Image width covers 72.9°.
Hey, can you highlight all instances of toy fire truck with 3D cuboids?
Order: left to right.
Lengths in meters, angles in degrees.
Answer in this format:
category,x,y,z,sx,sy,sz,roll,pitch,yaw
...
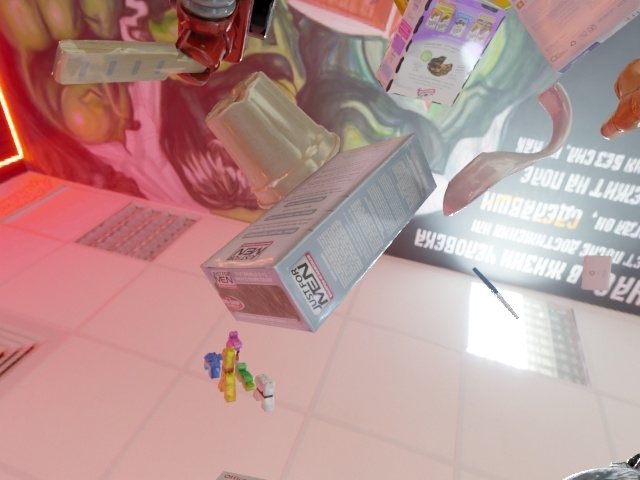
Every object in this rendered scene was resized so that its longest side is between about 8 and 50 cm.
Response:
category,x,y,z,sx,sy,sz,roll,pitch,yaw
toy fire truck,-0.127,-0.246,0.410,0.158,0.217,0.246,16,-122,-11

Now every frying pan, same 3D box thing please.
category,x,y,z,sx,sy,sz,roll,pitch,yaw
frying pan,0.517,0.407,0.728,0.326,0.197,0.053,-14,-107,-21

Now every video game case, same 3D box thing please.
category,x,y,z,sx,sy,sz,roll,pitch,yaw
video game case,0.520,0.157,1.285,0.015,0.166,0.119,-42,-146,10

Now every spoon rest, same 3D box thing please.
category,x,y,z,sx,sy,sz,roll,pitch,yaw
spoon rest,0.303,-0.130,0.692,0.276,0.137,0.084,-44,-93,-7

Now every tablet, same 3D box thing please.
category,x,y,z,sx,sy,sz,roll,pitch,yaw
tablet,0.624,0.073,0.981,0.054,0.083,0.006,1,-164,21

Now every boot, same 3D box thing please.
category,x,y,z,sx,sy,sz,roll,pitch,yaw
boot,0.911,-0.435,1.206,0.109,0.220,0.283,34,-96,7

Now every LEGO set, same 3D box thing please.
category,x,y,z,sx,sy,sz,roll,pitch,yaw
LEGO set,-0.175,0.248,0.880,0.087,0.093,0.227,0,-165,-34

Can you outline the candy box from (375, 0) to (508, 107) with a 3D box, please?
category,x,y,z,sx,sy,sz,roll,pitch,yaw
candy box,0.223,-0.369,0.826,0.164,0.196,0.070,4,-135,-24

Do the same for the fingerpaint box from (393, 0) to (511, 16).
category,x,y,z,sx,sy,sz,roll,pitch,yaw
fingerpaint box,0.364,-0.743,1.045,0.444,0.371,0.163,-8,-134,41

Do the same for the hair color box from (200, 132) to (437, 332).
category,x,y,z,sx,sy,sz,roll,pitch,yaw
hair color box,0.014,-0.028,0.698,0.185,0.114,0.374,-4,-149,47

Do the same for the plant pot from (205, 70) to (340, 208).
category,x,y,z,sx,sy,sz,roll,pitch,yaw
plant pot,-0.163,-0.320,1.313,0.333,0.305,0.334,-31,-149,21

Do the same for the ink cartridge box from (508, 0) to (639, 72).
category,x,y,z,sx,sy,sz,roll,pitch,yaw
ink cartridge box,0.544,-0.516,0.912,0.045,0.223,0.224,-10,-109,-40

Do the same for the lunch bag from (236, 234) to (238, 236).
category,x,y,z,sx,sy,sz,roll,pitch,yaw
lunch bag,-0.217,0.026,1.296,0.071,0.083,0.053,22,-132,26

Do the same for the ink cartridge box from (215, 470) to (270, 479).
category,x,y,z,sx,sy,sz,roll,pitch,yaw
ink cartridge box,-0.192,0.598,0.919,0.153,0.087,0.208,2,-175,16
